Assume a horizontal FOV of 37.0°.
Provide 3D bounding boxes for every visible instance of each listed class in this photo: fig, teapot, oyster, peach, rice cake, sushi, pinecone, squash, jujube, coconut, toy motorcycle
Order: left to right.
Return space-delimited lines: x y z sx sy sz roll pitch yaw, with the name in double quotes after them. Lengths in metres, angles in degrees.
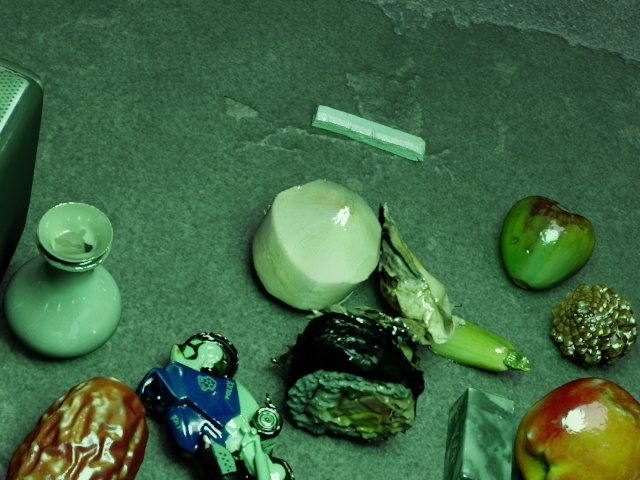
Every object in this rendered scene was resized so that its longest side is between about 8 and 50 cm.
-0.383 0.057 1.445 0.183 0.251 0.183 10 52 -13 "teapot"
-0.338 0.308 1.326 0.174 0.174 0.250 23 52 -3 "jujube"
-0.168 0.287 1.448 0.196 0.125 0.331 -13 57 -26 "toy motorcycle"
0.000 0.000 1.648 0.224 0.234 0.224 12 46 -13 "coconut"
0.059 0.189 1.535 0.238 0.225 0.219 30 43 -6 "sushi"
0.102 -0.221 1.978 0.245 0.042 0.045 18 62 -6 "rice cake"
0.154 0.060 1.694 0.275 0.100 0.271 52 13 10 "oyster"
0.288 0.197 1.716 0.200 0.075 0.090 25 27 26 "squash"
0.435 0.008 1.858 0.181 0.181 0.191 34 77 6 "fig"
0.430 0.328 1.534 0.243 0.243 0.199 -9 17 -27 "peach"
0.516 0.163 1.784 0.173 0.173 0.174 10 52 -14 "pinecone"

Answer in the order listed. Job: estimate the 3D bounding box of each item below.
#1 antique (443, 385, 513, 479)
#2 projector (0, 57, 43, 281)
0.263 0.338 1.590 0.086 0.088 0.183 18 50 -8 "antique"
-0.572 -0.022 1.338 0.242 0.395 0.405 19 52 -7 "projector"
